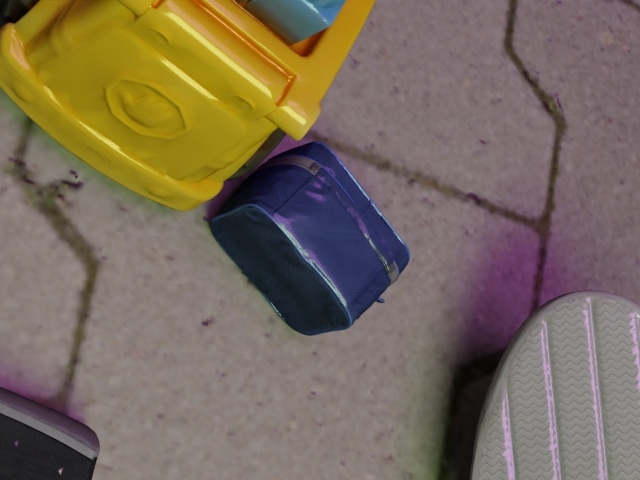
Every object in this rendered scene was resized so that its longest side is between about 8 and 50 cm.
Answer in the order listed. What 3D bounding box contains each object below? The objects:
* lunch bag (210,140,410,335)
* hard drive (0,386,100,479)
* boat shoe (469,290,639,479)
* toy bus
[{"bbox_3d":[0.000,0.000,0.710,0.098,0.067,0.065,52,60,-16],"label":"lunch bag"},{"bbox_3d":[-0.220,0.117,0.555,0.254,0.054,0.172,22,70,-28],"label":"hard drive"},{"bbox_3d":[0.146,0.195,0.750,0.121,0.119,0.335,0,89,11],"label":"boat shoe"},{"bbox_3d":[-0.029,-0.147,0.634,0.149,0.211,0.220,37,63,-21],"label":"toy bus"}]
